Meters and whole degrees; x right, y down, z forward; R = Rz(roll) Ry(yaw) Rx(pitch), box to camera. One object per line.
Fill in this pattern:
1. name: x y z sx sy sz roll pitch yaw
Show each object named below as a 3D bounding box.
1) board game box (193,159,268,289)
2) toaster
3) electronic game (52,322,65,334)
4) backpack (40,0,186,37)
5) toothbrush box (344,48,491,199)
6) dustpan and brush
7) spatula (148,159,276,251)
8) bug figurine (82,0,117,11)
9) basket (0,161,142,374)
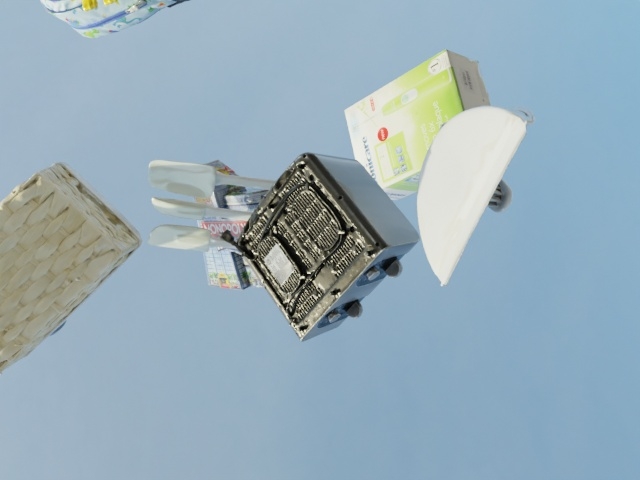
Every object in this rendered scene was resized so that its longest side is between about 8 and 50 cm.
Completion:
1. board game box: -0.124 -0.025 1.070 0.060 0.194 0.194 -25 -74 -36
2. toaster: 0.000 0.000 0.845 0.110 0.168 0.186 -3 -130 -53
3. electronic game: -0.436 0.042 0.958 0.048 0.229 0.229 -44 -104 4
4. backpack: -0.463 -0.608 1.582 0.273 0.355 0.290 14 -117 -47
5. toothbrush box: 0.206 -0.228 1.466 0.122 0.283 0.206 1 -108 -44
6. dustpan and brush: 0.123 -0.067 0.619 0.060 0.147 0.211 13 -154 -21
7. spatula: -0.106 -0.034 0.944 0.242 0.168 0.019 7 -136 -8
8. bug figurine: -0.234 -0.296 0.518 0.216 0.072 0.279 -18 -98 13
9. basket: -0.259 0.022 0.636 0.167 0.103 0.113 -45 -80 -3
